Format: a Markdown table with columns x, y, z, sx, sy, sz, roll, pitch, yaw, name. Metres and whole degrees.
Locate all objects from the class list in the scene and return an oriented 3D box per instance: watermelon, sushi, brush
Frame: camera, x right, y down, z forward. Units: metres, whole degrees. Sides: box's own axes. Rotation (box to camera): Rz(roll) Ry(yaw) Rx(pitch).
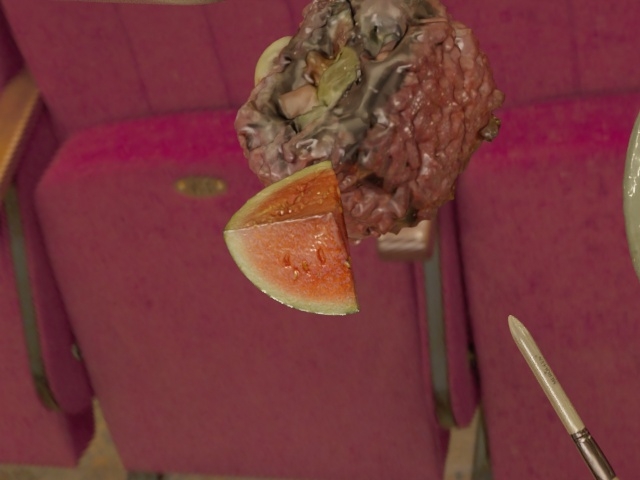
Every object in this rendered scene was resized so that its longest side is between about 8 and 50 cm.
| x | y | z | sx | sy | sz | roll | pitch | yaw | name |
| --- | --- | --- | --- | --- | --- | --- | --- | --- | --- |
| 0.000 | 0.000 | 1.052 | 0.125 | 0.094 | 0.135 | -34 | 85 | -34 | watermelon |
| 0.031 | -0.136 | 1.242 | 0.236 | 0.171 | 0.270 | 26 | 76 | 38 | sushi |
| 0.309 | 0.223 | 1.531 | 0.039 | 0.042 | 0.299 | -35 | 81 | 31 | brush |

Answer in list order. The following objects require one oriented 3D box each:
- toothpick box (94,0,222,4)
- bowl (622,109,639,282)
| x | y | z | sx | sy | sz | roll | pitch | yaw | name |
| --- | --- | --- | --- | --- | --- | --- | --- | --- | --- |
| -0.120 | -0.237 | 0.732 | 0.229 | 0.229 | 0.316 | -40 | 29 | -17 | toothpick box |
| 0.334 | -0.037 | 0.714 | 0.289 | 0.146 | 0.289 | -28 | 52 | 42 | bowl |
